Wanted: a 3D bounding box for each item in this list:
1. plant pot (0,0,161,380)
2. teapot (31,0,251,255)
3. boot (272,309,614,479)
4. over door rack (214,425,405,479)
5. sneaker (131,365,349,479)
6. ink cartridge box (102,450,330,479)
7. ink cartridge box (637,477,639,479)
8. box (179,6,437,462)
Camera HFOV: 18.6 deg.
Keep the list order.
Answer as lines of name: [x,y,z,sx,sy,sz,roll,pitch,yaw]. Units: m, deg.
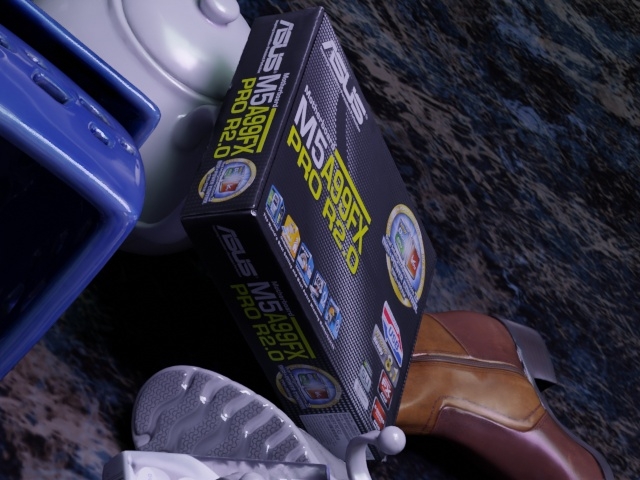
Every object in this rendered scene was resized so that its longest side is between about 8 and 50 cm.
plant pot: [-0.253,-0.050,1.258,0.236,0.236,0.212,38,25,-12]
teapot: [-0.127,-0.122,1.526,0.256,0.187,0.252,51,32,8]
boot: [0.095,0.150,1.565,0.280,0.096,0.264,12,51,-37]
over door rack: [0.008,0.286,1.160,0.240,0.108,0.324,-13,76,-32]
sneaker: [-0.020,0.194,1.403,0.281,0.105,0.115,39,-2,-3]
ink cartridge box: [-0.034,0.243,1.250,0.208,0.045,0.206,7,65,-29]
ink cartridge box: [0.301,0.272,1.609,0.086,0.148,0.203,39,33,-14]
box: [0.000,0.000,1.438,0.216,0.060,0.270,-72,147,-42]
